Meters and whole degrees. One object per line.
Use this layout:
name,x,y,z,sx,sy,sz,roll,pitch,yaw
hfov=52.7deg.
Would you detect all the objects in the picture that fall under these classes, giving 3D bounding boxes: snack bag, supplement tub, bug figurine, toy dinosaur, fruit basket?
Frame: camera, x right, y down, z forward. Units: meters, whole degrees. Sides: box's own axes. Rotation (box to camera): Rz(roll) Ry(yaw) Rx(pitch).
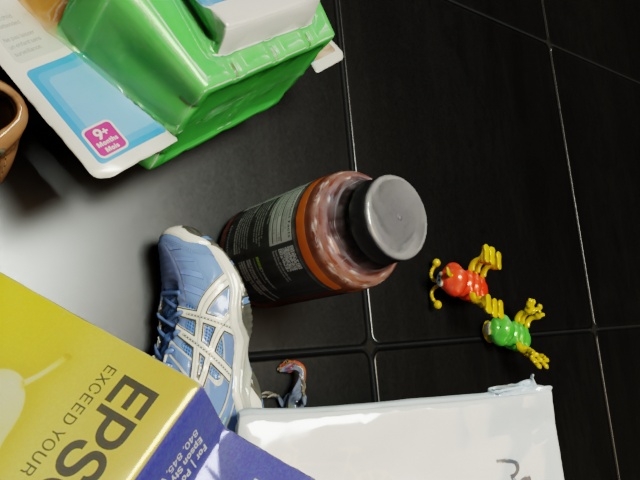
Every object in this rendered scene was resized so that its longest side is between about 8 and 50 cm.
snack bag,0.079,0.294,0.530,0.323,0.037,0.342,0,74,-19
supplement tub,0.000,0.000,0.581,0.106,0.198,0.106,11,73,-38
bug figurine,0.208,0.158,0.798,0.216,0.072,0.279,27,58,-39
toy dinosaur,-0.031,0.163,0.634,0.090,0.047,0.082,76,28,-44
fruit basket,-0.163,-0.251,0.527,0.353,0.165,0.327,55,43,-4

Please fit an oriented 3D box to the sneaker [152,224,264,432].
sneaker,-0.106,0.090,0.548,0.081,0.080,0.211,-11,85,-44

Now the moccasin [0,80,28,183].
moccasin,-0.355,-0.054,0.332,0.380,0.147,0.139,-2,80,-40

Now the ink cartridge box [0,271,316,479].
ink cartridge box,-0.202,0.176,0.344,0.307,0.072,0.303,24,54,14
